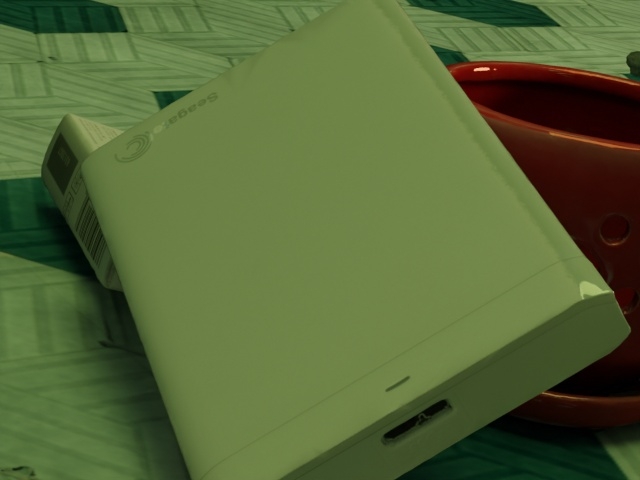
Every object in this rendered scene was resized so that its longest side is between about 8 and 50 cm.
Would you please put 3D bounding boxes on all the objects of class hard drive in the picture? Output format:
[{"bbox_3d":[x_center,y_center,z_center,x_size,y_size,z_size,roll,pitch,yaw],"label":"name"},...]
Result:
[{"bbox_3d":[0.000,0.000,0.918,0.203,0.040,0.307,-31,38,2],"label":"hard drive"}]

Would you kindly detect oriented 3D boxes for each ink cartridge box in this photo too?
[{"bbox_3d":[-0.048,0.000,1.176,0.232,0.066,0.189,21,13,-27],"label":"ink cartridge box"}]

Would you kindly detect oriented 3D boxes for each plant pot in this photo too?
[{"bbox_3d":[0.139,0.001,1.052,0.191,0.174,0.191,9,20,-3],"label":"plant pot"}]

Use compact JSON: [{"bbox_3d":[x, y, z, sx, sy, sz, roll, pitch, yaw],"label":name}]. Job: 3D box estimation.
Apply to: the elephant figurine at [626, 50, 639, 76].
[{"bbox_3d":[0.407,-0.087,1.527,0.239,0.186,0.169,10,-27,-33],"label":"elephant figurine"}]
